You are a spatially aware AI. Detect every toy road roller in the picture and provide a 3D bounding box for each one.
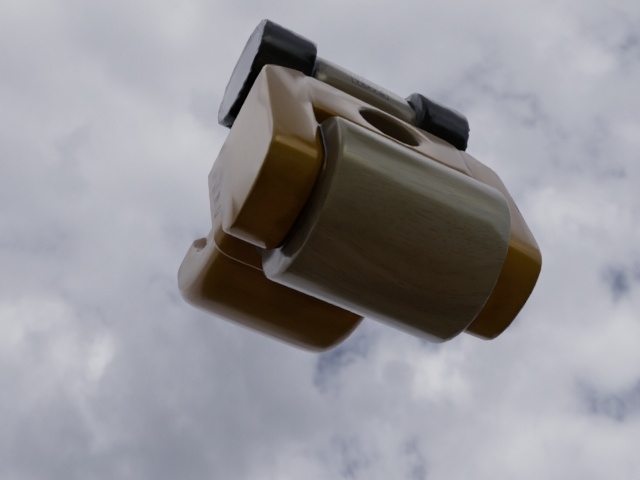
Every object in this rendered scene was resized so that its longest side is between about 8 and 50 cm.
[{"bbox_3d":[0.000,0.000,0.804,0.203,0.329,0.240,23,-69,-17],"label":"toy road roller"}]
